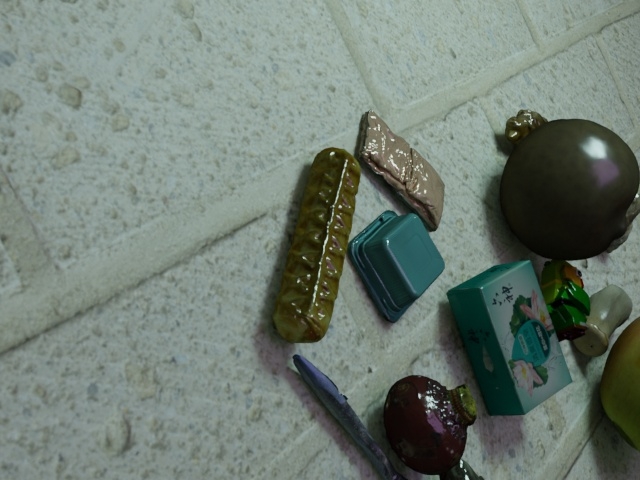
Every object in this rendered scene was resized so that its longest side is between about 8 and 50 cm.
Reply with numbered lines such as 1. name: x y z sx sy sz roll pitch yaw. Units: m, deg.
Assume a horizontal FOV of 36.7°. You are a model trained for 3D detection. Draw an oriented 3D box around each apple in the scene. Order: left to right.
1. apple: 0.747 0.326 2.018 0.305 0.338 0.338 -50 119 -6

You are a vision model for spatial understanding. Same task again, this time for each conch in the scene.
1. conch: 0.698 -0.079 2.297 0.178 0.163 0.245 -41 136 -35

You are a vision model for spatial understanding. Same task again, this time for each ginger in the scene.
1. ginger: 0.504 -0.186 2.173 0.333 0.080 0.166 45 57 -37

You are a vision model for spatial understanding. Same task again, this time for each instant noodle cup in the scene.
1. instant noodle cup: 0.137 0.033 1.620 0.157 0.070 0.179 60 39 -8

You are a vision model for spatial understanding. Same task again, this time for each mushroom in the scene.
1. mushroom: 0.625 0.165 2.131 0.096 0.108 0.247 31 31 18

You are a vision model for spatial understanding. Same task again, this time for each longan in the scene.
1. longan: 0.507 -0.104 1.976 0.297 0.297 0.297 26 54 -42

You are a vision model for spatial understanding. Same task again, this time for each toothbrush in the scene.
1. toothbrush: 0.082 0.317 1.439 0.413 0.035 0.042 53 51 -19

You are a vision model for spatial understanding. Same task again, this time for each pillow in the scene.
1. pillow: 0.151 -0.126 1.738 0.232 0.043 0.126 41 40 -27

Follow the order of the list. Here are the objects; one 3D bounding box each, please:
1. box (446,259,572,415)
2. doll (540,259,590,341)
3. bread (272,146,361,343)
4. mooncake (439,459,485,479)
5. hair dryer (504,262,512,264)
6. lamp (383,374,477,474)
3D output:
1. box: 0.341 0.176 1.740 0.153 0.092 0.245 -24 97 -37
2. doll: 0.490 0.120 1.978 0.134 0.106 0.186 38 45 -16
3. bread: -0.001 -0.001 1.460 0.077 0.084 0.367 88 11 -50
4. mooncake: 0.236 0.421 1.535 0.130 0.073 0.125 53 12 -34
5. hair dryer: 0.326 0.109 1.836 0.195 0.050 0.173 21 56 -40
6. lamp: 0.171 0.275 1.477 0.156 0.135 0.157 53 25 -27
